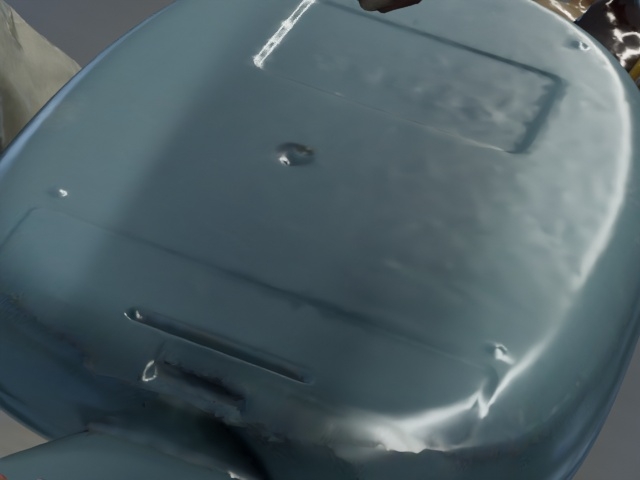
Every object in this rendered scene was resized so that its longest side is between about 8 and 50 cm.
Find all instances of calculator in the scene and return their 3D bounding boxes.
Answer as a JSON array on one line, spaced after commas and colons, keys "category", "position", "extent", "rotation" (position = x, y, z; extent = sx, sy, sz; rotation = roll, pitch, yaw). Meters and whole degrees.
[{"category": "calculator", "position": [0.000, 0.000, 0.572], "extent": [0.188, 0.042, 0.302], "rotation": [20, 37, 10]}]

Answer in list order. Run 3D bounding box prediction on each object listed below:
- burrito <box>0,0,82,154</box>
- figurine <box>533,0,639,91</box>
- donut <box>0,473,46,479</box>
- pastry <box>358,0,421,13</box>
[{"category": "burrito", "position": [-0.172, -0.056, 1.251], "extent": [0.445, 0.101, 0.139], "rotation": [42, 28, -68]}, {"category": "figurine", "position": [0.139, -0.103, 1.303], "extent": [0.167, 0.192, 0.257], "rotation": [-8, 49, -45]}, {"category": "donut", "position": [-0.079, 0.125, 0.390], "extent": [0.175, 0.174, 0.068], "rotation": [26, 2, 8]}, {"category": "pastry", "position": [0.061, -0.140, 0.493], "extent": [0.112, 0.103, 0.265], "rotation": [53, 32, 1]}]
